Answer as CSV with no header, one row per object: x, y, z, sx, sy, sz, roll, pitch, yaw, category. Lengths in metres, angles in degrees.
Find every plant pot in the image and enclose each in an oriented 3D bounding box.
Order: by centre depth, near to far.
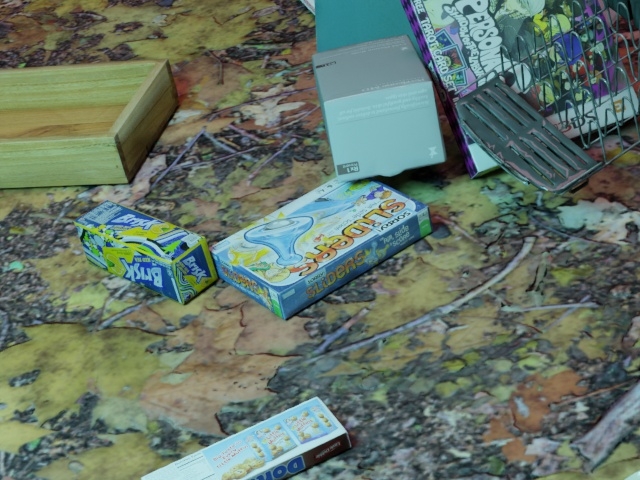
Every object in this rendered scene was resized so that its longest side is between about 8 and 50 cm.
0.128,-0.321,1.939,0.234,0.165,0.165,8,37,15,plant pot

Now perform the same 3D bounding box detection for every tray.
-0.409,-0.145,1.937,0.411,0.076,0.203,-1,34,17,tray

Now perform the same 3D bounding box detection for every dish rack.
0.283,-0.173,1.584,0.271,0.074,0.208,-33,50,-12,dish rack

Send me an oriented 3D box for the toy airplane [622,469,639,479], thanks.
0.447,0.094,1.075,0.384,0.272,0.386,-24,-1,-39,toy airplane

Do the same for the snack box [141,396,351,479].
-0.066,0.197,1.332,0.178,0.022,0.064,-23,33,-15,snack box

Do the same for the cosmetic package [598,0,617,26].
0.232,-0.303,1.780,0.085,0.231,0.117,-48,0,-12,cosmetic package

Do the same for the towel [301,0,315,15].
0.058,-0.380,2.175,0.197,0.029,0.144,-22,33,-8,towel

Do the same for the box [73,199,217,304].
-0.190,0.011,1.628,0.169,0.059,0.054,21,46,41,box

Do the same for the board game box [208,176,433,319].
0.000,0.000,1.598,0.201,0.035,0.136,-30,36,-26,board game box

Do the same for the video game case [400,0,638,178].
0.224,-0.212,1.686,0.210,0.232,0.042,-20,-4,-12,video game case

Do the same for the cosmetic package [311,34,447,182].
0.063,-0.154,1.716,0.127,0.107,0.238,-12,18,-1,cosmetic package
